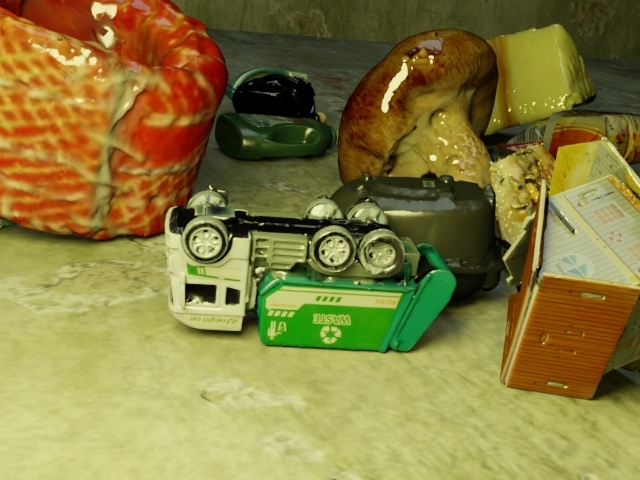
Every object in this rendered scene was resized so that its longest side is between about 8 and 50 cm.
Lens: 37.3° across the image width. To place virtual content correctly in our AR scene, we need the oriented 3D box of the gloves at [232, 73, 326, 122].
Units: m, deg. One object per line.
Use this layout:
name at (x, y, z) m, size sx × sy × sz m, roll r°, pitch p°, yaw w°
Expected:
gloves at (-0.070, -0.242, 1.701) m, size 0.164 × 0.124 × 0.203 m, roll 25°, pitch 26°, yaw -2°

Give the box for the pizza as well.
pizza at (0.272, -0.050, 1.169) m, size 0.069 × 0.147 × 0.226 m, roll -28°, pitch -7°, yaw 34°

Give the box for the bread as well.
bread at (0.389, -0.257, 1.827) m, size 0.264 × 0.198 × 0.236 m, roll -10°, pitch -23°, yaw 27°

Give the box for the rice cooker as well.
rice cooker at (0.099, -0.004, 0.983) m, size 0.203 × 0.118 × 0.142 m, roll 4°, pitch 17°, yaw 3°

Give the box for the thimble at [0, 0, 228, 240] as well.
thimble at (-0.289, -0.170, 1.069) m, size 0.350 × 0.230 × 0.350 m, roll 17°, pitch 27°, yaw -9°

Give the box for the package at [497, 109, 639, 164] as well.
package at (0.483, -0.178, 1.653) m, size 0.288 × 0.108 × 0.223 m, roll -11°, pitch 11°, yaw -37°

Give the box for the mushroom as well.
mushroom at (0.147, -0.137, 1.271) m, size 0.267 × 0.254 × 0.267 m, roll -29°, pitch 5°, yaw 3°

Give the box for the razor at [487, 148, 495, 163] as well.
razor at (0.343, -0.090, 1.461) m, size 0.324 × 0.093 × 0.056 m, roll -5°, pitch -15°, yaw -43°

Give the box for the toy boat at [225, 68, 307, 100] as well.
toy boat at (-0.096, -0.292, 1.873) m, size 0.215 × 0.088 × 0.102 m, roll -9°, pitch 27°, yaw -43°

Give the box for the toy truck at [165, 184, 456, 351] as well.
toy truck at (-0.011, 0.026, 0.844) m, size 0.254 × 0.124 × 0.114 m, roll 2°, pitch 17°, yaw -7°

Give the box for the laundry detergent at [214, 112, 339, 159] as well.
laundry detergent at (-0.054, -0.165, 1.533) m, size 0.211 × 0.062 × 0.137 m, roll -1°, pitch 21°, yaw -28°

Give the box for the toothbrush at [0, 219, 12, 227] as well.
toothbrush at (-0.333, -0.063, 1.162) m, size 0.030 × 0.030 × 0.304 m, roll 9°, pitch 18°, yaw 7°

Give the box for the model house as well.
model house at (0.198, 0.047, 0.793) m, size 0.136 × 0.219 × 0.207 m, roll -20°, pitch 54°, yaw -20°
